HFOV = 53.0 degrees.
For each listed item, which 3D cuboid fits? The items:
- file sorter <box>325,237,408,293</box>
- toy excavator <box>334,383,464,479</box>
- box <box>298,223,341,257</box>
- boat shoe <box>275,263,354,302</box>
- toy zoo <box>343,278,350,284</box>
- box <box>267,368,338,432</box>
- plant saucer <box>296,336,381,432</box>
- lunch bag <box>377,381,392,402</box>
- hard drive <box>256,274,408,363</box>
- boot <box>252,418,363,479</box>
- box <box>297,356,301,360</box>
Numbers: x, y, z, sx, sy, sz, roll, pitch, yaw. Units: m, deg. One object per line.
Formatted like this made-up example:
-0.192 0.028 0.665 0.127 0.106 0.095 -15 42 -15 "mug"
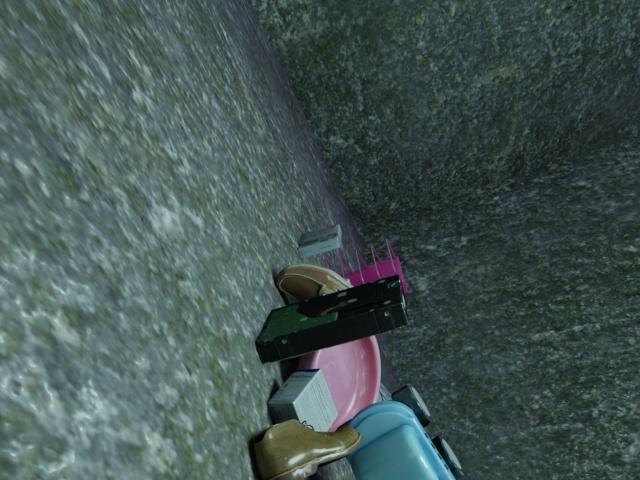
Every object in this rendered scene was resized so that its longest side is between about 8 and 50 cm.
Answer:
0.185 0.141 2.677 0.202 0.291 0.182 -99 165 -44 "file sorter"
0.200 0.571 1.362 0.433 0.222 0.445 58 8 4 "toy excavator"
0.000 0.000 2.274 0.186 0.145 0.038 -82 155 -72 "box"
0.030 0.165 1.773 0.324 0.123 0.116 22 31 -14 "boat shoe"
0.046 0.242 1.954 0.030 0.192 0.293 -55 132 -45 "toy zoo"
-0.036 0.372 1.414 0.137 0.072 0.126 -41 115 -55 "box"
0.041 0.359 1.650 0.332 0.084 0.332 -1 91 -54 "plant saucer"
0.163 0.526 2.201 0.243 0.115 0.303 47 -2 21 "lunch bag"
0.034 0.180 1.498 0.237 0.339 0.064 -70 143 -77 "hard drive"
-0.018 0.403 1.288 0.305 0.112 0.115 2 58 -56 "boot"
0.007 0.302 1.841 0.207 0.108 0.153 -93 163 -56 "box"
